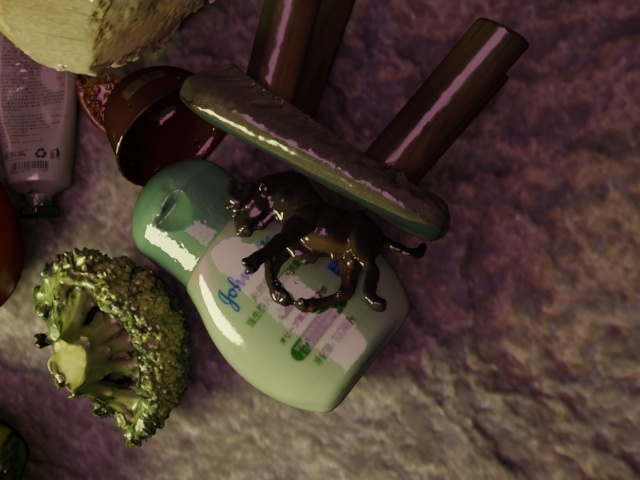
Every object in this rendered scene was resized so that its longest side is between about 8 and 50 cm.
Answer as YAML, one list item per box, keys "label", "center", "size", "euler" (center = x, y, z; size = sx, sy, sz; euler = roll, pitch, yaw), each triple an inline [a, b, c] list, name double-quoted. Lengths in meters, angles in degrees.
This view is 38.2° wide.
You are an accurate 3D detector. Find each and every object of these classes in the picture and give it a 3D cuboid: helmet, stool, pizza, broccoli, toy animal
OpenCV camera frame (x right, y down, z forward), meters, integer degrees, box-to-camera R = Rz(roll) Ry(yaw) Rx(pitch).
- label: "helmet"
  center: [-0.198, -0.163, 1.150]
  size: [0.175, 0.155, 0.106]
  euler: [-36, 62, -7]
- label: "stool"
  center: [0.045, -0.163, 1.013]
  size: [0.311, 0.310, 0.226]
  euler: [28, 95, 6]
- label: "pizza"
  center: [-0.277, -0.183, 1.199]
  size: [0.099, 0.029, 0.100]
  euler: [24, 93, -4]
- label: "broccoli"
  center: [-0.257, 0.133, 1.139]
  size: [0.198, 0.176, 0.226]
  euler: [-1, 72, 29]
- label: "toy animal"
  center: [0.000, 0.000, 1.011]
  size: [0.233, 0.084, 0.148]
  euler: [16, 65, 2]

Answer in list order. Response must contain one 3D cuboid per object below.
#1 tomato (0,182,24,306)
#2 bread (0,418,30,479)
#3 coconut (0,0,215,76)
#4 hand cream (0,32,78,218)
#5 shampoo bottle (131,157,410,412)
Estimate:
- label: "tomato"
  center: [-0.512, -0.009, 1.146]
  size: [0.299, 0.298, 0.226]
  euler: [-8, 57, 10]
- label: "bread"
  center: [-0.546, 0.310, 1.166]
  size: [0.377, 0.251, 0.208]
  euler: [21, 136, 6]
- label: "coconut"
  center: [-0.278, -0.420, 1.030]
  size: [0.405, 0.404, 0.404]
  euler: [0, 91, 10]
- label: "hand cream"
  center: [-0.370, -0.197, 1.215]
  size: [0.121, 0.076, 0.335]
  euler: [-3, 84, 5]
- label: "shampoo bottle"
  center: [-0.073, 0.038, 1.117]
  size: [0.350, 0.151, 0.221]
  euler: [38, 94, 8]
